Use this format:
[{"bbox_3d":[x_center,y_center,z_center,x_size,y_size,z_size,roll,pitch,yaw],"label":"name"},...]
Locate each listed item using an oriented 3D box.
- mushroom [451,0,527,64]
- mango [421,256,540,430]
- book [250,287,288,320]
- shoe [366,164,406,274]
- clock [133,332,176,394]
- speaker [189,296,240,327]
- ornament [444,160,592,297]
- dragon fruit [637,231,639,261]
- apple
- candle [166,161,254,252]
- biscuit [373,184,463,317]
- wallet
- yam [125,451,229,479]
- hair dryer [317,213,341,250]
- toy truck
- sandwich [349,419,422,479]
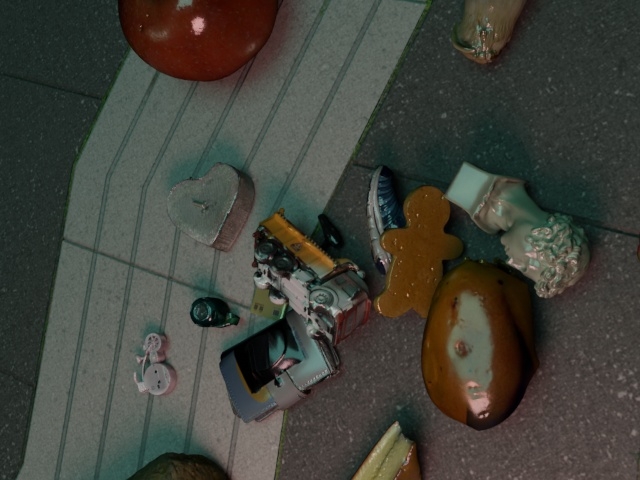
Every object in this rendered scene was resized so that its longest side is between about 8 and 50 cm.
[{"bbox_3d":[0.309,-0.517,1.699,0.177,0.126,0.397,-10,77,37],"label":"mushroom"},{"bbox_3d":[0.264,0.169,1.583,0.201,0.152,0.287,-2,82,17],"label":"mango"},{"bbox_3d":[-0.091,0.098,1.865,0.077,0.014,0.111,15,89,28],"label":"book"},{"bbox_3d":[0.136,-0.040,1.734,0.106,0.091,0.207,-10,73,-2],"label":"shoe"},{"bbox_3d":[-0.345,0.257,1.958,0.087,0.041,0.129,-14,79,22],"label":"clock"},{"bbox_3d":[-0.209,0.153,1.885,0.094,0.075,0.060,37,99,19],"label":"speaker"},{"bbox_3d":[0.338,-0.034,1.597,0.130,0.120,0.285,-49,61,19],"label":"ornament"},{"bbox_3d":[0.571,-0.015,1.434,0.198,0.218,0.273,-27,58,-18],"label":"dragon fruit"},{"bbox_3d":[-0.252,-0.493,1.908,0.348,0.277,0.349,-5,79,28],"label":"apple"},{"bbox_3d":[-0.222,-0.060,1.933,0.192,0.068,0.169,-20,69,26],"label":"candle"},{"bbox_3d":[0.172,0.021,1.667,0.035,0.158,0.241,-160,80,-69],"label":"biscuit"},{"bbox_3d":[-0.084,0.236,1.804,0.231,0.069,0.170,-32,66,23],"label":"wallet"},{"bbox_3d":[-0.315,0.532,1.811,0.300,0.195,0.195,-35,67,20],"label":"yam"},{"bbox_3d":[0.000,0.000,1.830,0.083,0.031,0.079,-47,52,22],"label":"hair dryer"},{"bbox_3d":[-0.025,0.068,1.758,0.270,0.135,0.114,41,146,29],"label":"toy truck"},{"bbox_3d":[0.101,0.439,1.654,0.094,0.096,0.258,39,102,35],"label":"sandwich"}]
